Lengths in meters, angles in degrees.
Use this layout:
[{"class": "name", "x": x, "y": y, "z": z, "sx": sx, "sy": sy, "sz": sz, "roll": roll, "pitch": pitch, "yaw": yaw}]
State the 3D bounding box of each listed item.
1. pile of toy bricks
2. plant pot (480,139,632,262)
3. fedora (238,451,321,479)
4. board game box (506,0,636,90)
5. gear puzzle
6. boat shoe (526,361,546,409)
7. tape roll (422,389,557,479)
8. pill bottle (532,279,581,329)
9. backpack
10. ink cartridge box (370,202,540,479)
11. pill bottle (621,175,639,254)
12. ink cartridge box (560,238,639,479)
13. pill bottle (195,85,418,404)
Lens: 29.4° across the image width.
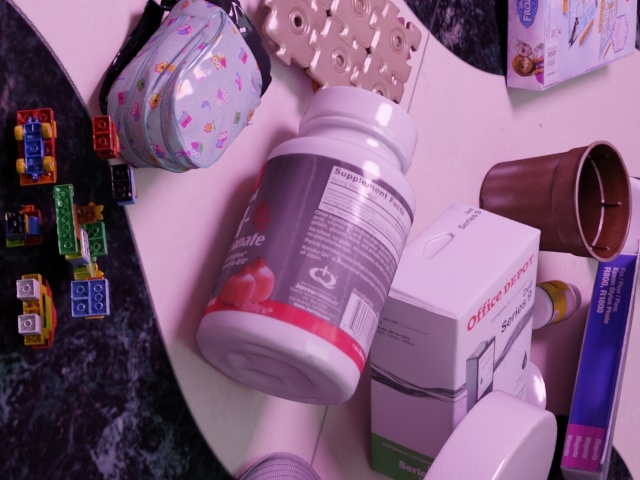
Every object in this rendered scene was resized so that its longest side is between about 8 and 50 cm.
[{"class": "pile of toy bricks", "x": -0.222, "y": -0.010, "z": 1.119, "sx": 0.105, "sy": 0.118, "sz": 0.212, "roll": 86, "pitch": -1, "yaw": -79}, {"class": "plant pot", "x": 0.324, "y": -0.053, "z": 1.711, "sx": 0.167, "sy": 0.165, "sz": 0.167, "roll": 1, "pitch": 89, "yaw": -51}, {"class": "fedora", "x": -0.019, "y": 0.370, "z": 1.320, "sx": 0.275, "sy": 0.124, "sz": 0.244, "roll": -47, "pitch": 124, "yaw": -40}, {"class": "board game box", "x": 0.383, "y": -0.410, "z": 1.825, "sx": 0.318, "sy": 0.066, "sz": 0.319, "roll": -23, "pitch": 118, "yaw": -48}, {"class": "gear puzzle", "x": -0.011, "y": -0.261, "z": 1.415, "sx": 0.339, "sy": 0.044, "sz": 0.175, "roll": 36, "pitch": 64, "yaw": -41}, {"class": "boat shoe", "x": 0.270, "y": 0.279, "z": 1.720, "sx": 0.070, "sy": 0.077, "sz": 0.219, "roll": 79, "pitch": 19, "yaw": -72}, {"class": "tape roll", "x": 0.161, "y": 0.364, "z": 1.411, "sx": 0.392, "sy": 0.072, "sz": 0.392, "roll": -49, "pitch": 151, "yaw": -39}, {"class": "pill bottle", "x": 0.338, "y": 0.092, "z": 1.802, "sx": 0.116, "sy": 0.065, "sz": 0.065, "roll": -7, "pitch": 94, "yaw": -51}, {"class": "backpack", "x": -0.131, "y": -0.151, "z": 1.205, "sx": 0.182, "sy": 0.115, "sz": 0.152, "roll": -55, "pitch": 131, "yaw": -32}, {"class": "ink cartridge box", "x": 0.160, "y": 0.133, "z": 1.476, "sx": 0.211, "sy": 0.121, "sz": 0.289, "roll": -41, "pitch": 140, "yaw": -42}, {"class": "pill bottle", "x": 0.545, "y": -0.036, "z": 2.005, "sx": 0.245, "sy": 0.130, "sz": 0.130, "roll": 1, "pitch": 88, "yaw": -51}, {"class": "ink cartridge box", "x": 0.410, "y": 0.194, "z": 1.790, "sx": 0.330, "sy": 0.071, "sz": 0.324, "roll": 58, "pitch": 44, "yaw": -65}, {"class": "pill bottle", "x": 0.000, "y": 0.000, "z": 1.310, "sx": 0.176, "sy": 0.176, "sz": 0.319, "roll": 43, "pitch": 57, "yaw": -41}]
